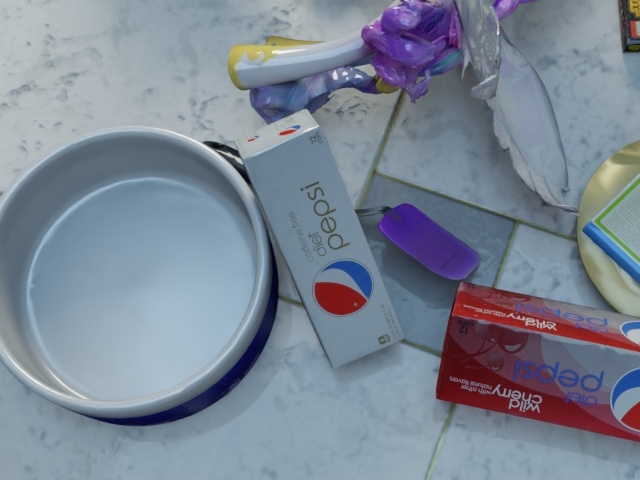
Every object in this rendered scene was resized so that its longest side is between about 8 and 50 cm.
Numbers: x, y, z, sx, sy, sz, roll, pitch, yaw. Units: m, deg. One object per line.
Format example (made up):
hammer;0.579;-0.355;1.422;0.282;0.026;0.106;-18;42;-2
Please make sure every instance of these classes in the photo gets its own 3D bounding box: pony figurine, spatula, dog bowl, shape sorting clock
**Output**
pony figurine;0.104;-0.210;1.004;0.363;0.303;0.351;-7;63;18
spatula;0.010;-0.035;1.047;0.296;0.084;0.030;22;117;17
dog bowl;-0.172;0.035;1.011;0.264;0.104;0.265;-1;72;4
shape sorting clock;0.340;-0.004;1.015;0.206;0.040;0.206;-2;72;5

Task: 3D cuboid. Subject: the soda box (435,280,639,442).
soda box;0.237;0.111;0.948;0.263;0.092;0.084;11;109;9

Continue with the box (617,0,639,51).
box;0.346;-0.256;1.100;0.093;0.027;0.137;0;73;2

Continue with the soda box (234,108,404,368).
soda box;0.000;0.000;0.966;0.073;0.069;0.216;-24;111;-2
